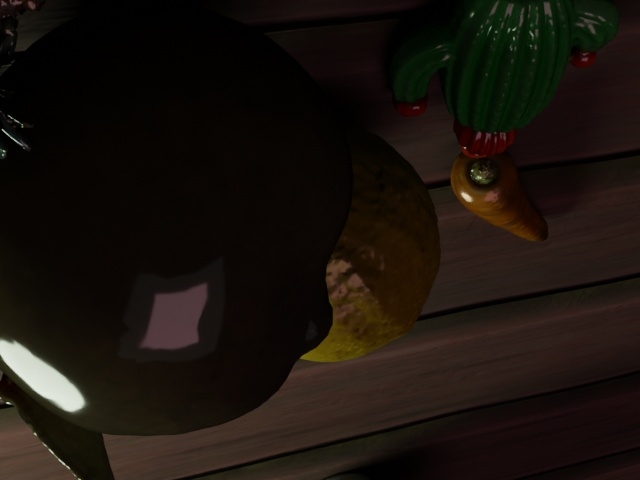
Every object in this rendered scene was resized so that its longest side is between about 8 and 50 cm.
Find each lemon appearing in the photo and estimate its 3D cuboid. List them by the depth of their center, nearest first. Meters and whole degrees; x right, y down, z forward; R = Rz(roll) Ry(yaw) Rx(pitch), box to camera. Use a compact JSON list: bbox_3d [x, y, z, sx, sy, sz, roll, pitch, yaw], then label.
[{"bbox_3d":[0.000,0.000,1.412,0.192,0.192,0.231,-30,149,9],"label":"lemon"}]

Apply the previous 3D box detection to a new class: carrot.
[{"bbox_3d":[0.172,-0.038,1.637,0.061,0.061,0.257,-30,160,10],"label":"carrot"}]

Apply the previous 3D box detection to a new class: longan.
[{"bbox_3d":[-0.115,-0.014,1.182,0.297,0.297,0.297,-19,151,-11],"label":"longan"}]

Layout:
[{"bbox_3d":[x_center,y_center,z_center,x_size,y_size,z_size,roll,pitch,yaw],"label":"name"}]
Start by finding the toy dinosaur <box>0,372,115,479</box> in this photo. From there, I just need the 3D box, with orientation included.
[{"bbox_3d":[-0.174,0.100,1.375,0.207,0.112,0.327,-25,-163,-20],"label":"toy dinosaur"}]

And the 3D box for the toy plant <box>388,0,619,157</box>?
[{"bbox_3d":[0.132,-0.139,1.397,0.155,0.088,0.240,9,149,-28],"label":"toy plant"}]

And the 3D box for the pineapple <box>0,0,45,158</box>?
[{"bbox_3d":[-0.190,-0.152,1.037,0.083,0.103,0.221,15,96,-52],"label":"pineapple"}]

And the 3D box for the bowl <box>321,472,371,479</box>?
[{"bbox_3d":[0.033,0.370,2.098,0.313,0.146,0.313,-17,150,-10],"label":"bowl"}]
